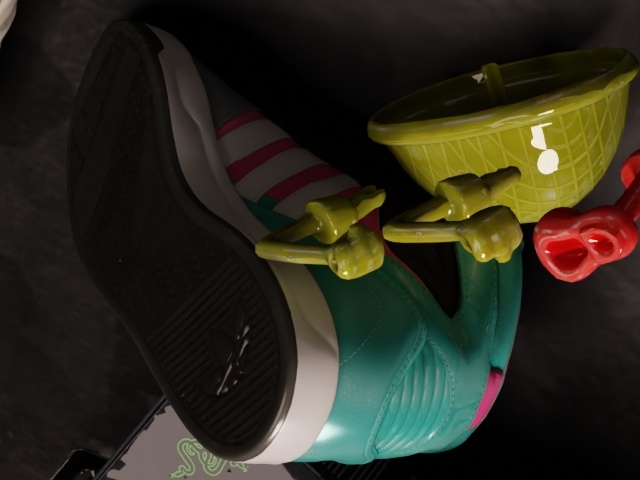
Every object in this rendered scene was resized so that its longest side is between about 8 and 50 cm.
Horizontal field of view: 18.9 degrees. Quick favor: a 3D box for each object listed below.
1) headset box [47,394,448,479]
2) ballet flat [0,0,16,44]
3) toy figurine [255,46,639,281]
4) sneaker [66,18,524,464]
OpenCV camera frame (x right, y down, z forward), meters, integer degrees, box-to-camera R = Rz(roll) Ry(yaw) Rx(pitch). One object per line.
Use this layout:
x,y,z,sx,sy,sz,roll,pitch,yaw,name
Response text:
-0.030,0.213,0.990,0.283,0.131,0.246,42,105,4,headset box
-0.190,-0.176,0.916,0.123,0.123,0.348,16,129,27,ballet flat
0.183,0.026,0.736,0.362,0.191,0.217,-10,119,41,toy figurine
0.000,0.000,0.894,0.124,0.178,0.295,-62,36,25,sneaker
